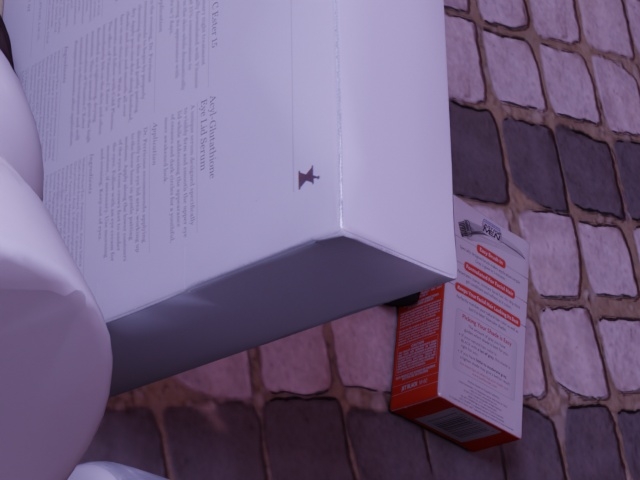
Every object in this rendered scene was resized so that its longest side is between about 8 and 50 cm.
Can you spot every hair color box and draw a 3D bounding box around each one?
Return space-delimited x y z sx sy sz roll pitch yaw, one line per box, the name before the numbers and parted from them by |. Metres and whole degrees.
hair color box | 0.105 0.062 1.216 0.093 0.053 0.167 30 54 -34

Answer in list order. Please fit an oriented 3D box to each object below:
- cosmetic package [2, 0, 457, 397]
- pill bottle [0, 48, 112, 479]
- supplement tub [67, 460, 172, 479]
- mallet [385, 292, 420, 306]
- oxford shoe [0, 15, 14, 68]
cosmetic package | -0.065 -0.123 0.935 0.097 0.284 0.377 21 59 -41
pill bottle | -0.245 -0.056 0.632 0.224 0.224 0.392 10 33 -45
supplement tub | -0.020 0.249 0.863 0.316 0.194 0.193 26 55 -30
mallet | 0.000 0.000 1.148 0.190 0.039 0.062 16 64 -38
oxford shoe | -0.237 -0.148 0.931 0.098 0.097 0.271 50 20 -74
